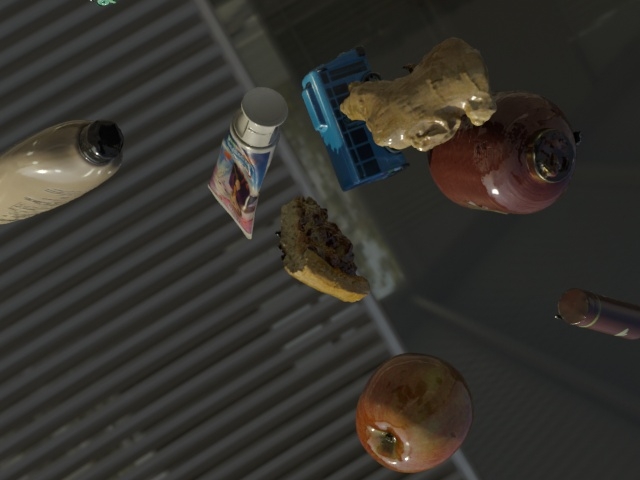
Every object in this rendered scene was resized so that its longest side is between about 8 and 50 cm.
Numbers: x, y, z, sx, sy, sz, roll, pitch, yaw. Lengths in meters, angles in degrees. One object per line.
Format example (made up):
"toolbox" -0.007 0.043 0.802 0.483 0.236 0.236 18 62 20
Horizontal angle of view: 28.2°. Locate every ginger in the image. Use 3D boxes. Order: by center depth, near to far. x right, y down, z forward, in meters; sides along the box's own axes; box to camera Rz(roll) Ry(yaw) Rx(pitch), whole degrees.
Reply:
"ginger" 0.119 -0.173 1.617 0.213 0.074 0.137 -17 -123 22

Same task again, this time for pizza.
"pizza" 0.000 -0.001 1.805 0.154 0.194 0.069 22 124 -42

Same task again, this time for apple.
"apple" 0.150 0.281 2.072 0.188 0.188 0.174 -23 -168 44

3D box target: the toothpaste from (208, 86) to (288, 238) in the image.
"toothpaste" -0.096 -0.095 1.607 0.061 0.096 0.266 -30 163 -26

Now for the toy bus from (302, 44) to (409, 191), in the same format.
"toy bus" 0.045 -0.169 1.787 0.106 0.185 0.090 -21 178 -12

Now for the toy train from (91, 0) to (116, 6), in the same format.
"toy train" -0.298 -0.336 1.678 0.045 0.029 0.092 -10 164 32

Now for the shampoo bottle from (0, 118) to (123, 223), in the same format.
"shampoo bottle" -0.295 -0.077 1.388 0.127 0.078 0.257 -1 170 -42

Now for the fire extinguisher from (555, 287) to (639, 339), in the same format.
"fire extinguisher" 0.340 0.089 1.491 0.158 0.043 0.064 16 140 -42

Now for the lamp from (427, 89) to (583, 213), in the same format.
"lamp" 0.260 -0.125 1.786 0.180 0.180 0.258 -34 -160 -22
